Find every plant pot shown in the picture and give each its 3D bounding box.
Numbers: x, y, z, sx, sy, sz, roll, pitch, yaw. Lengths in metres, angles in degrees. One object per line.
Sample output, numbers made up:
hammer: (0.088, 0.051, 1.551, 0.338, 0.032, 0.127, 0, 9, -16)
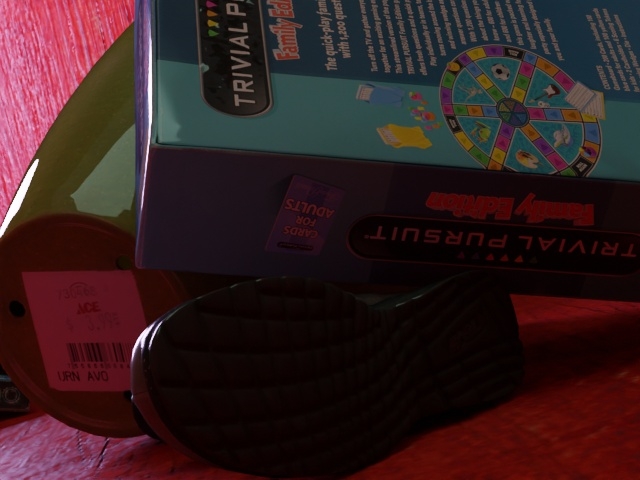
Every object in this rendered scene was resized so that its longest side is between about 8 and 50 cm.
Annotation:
plant pot: (-0.068, -0.008, 1.057, 0.275, 0.274, 0.293, -12, 18, 27)

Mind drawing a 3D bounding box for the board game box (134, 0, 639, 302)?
board game box: (0.070, -0.080, 0.936, 0.336, 0.079, 0.254, 4, 38, -9)

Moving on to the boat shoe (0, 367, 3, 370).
boat shoe: (-0.359, 0.093, 1.886, 0.103, 0.113, 0.302, -12, 12, -5)

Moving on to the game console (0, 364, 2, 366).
game console: (-0.148, 0.018, 1.565, 0.342, 0.060, 0.386, -21, 3, 17)

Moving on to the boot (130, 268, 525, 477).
boot: (-0.031, 0.071, 0.799, 0.161, 0.083, 0.246, -18, -9, 38)

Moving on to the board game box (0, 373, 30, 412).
board game box: (-0.324, 0.112, 1.337, 0.186, 0.026, 0.126, 5, -3, -18)
